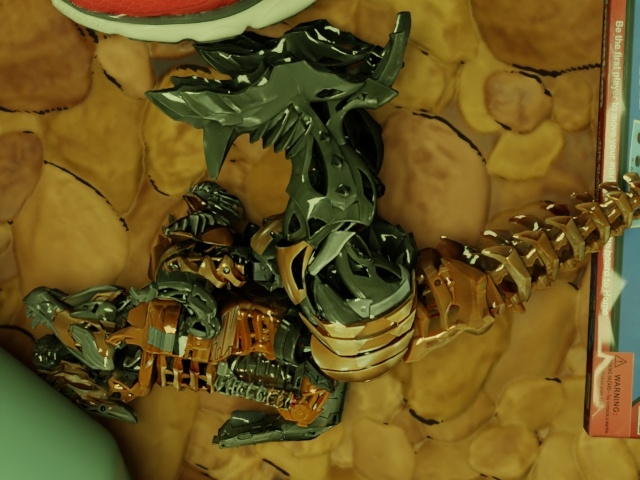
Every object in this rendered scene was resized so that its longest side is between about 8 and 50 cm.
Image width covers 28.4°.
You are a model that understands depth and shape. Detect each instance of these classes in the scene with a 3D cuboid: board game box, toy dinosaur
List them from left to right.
[{"bbox_3d":[0.000,0.000,0.672,0.322,0.164,0.218,-16,107,-14],"label":"toy dinosaur"},{"bbox_3d":[0.224,-0.030,0.691,0.145,0.027,0.281,2,93,2],"label":"board game box"}]

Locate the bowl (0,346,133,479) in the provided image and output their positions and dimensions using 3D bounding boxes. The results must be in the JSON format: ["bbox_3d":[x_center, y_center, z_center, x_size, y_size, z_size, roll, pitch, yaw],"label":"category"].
[{"bbox_3d":[-0.191,0.183,0.608,0.163,0.311,0.311,21,94,-11],"label":"bowl"}]

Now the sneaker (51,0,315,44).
[{"bbox_3d":[-0.013,-0.187,0.643,0.279,0.118,0.107,-15,63,-1],"label":"sneaker"}]
